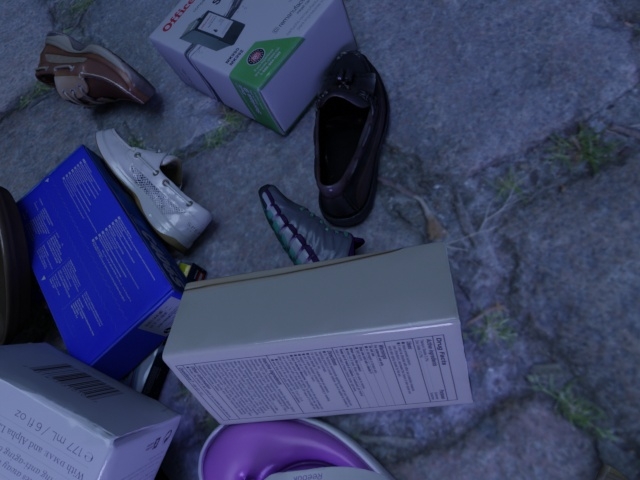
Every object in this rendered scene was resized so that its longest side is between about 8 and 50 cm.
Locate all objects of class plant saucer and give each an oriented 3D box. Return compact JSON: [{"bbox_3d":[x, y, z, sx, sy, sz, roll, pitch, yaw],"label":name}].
[{"bbox_3d":[-0.516,0.035,0.790,0.278,0.041,0.277,6,99,45],"label":"plant saucer"}]

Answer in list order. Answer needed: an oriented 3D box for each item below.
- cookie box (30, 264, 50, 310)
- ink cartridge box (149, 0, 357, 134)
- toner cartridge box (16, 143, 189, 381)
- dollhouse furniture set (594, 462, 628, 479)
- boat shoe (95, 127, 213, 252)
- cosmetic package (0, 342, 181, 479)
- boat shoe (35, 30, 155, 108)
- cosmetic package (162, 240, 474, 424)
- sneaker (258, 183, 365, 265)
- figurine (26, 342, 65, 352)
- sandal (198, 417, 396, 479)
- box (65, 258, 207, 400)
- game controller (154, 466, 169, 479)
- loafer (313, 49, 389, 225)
[{"bbox_3d":[-0.453,0.058,0.834,0.107,0.040,0.092,24,76,26],"label":"cookie box"},{"bbox_3d":[-0.119,-0.341,0.852,0.289,0.121,0.211,32,79,29],"label":"ink cartridge box"},{"bbox_3d":[-0.330,0.020,0.736,0.165,0.075,0.348,-41,59,-1],"label":"toner cartridge box"},{"bbox_3d":[0.329,0.314,0.419,0.184,0.129,0.129,33,80,-2],"label":"dollhouse furniture set"},{"bbox_3d":[-0.268,-0.103,0.816,0.096,0.098,0.277,-41,69,-3],"label":"boat shoe"},{"bbox_3d":[-0.339,0.326,0.520,0.217,0.156,0.385,21,84,12],"label":"cosmetic package"},{"bbox_3d":[-0.443,-0.308,0.962,0.324,0.123,0.116,27,84,34],"label":"boat shoe"},{"bbox_3d":[0.003,0.114,0.567,0.309,0.160,0.113,-10,42,13],"label":"cosmetic package"},{"bbox_3d":[0.000,0.000,0.690,0.098,0.083,0.223,-30,71,-8],"label":"sneaker"},{"bbox_3d":[-0.474,0.226,0.668,0.092,0.209,0.215,8,69,22],"label":"figurine"},{"bbox_3d":[0.024,0.306,0.518,0.416,0.102,0.169,23,74,28],"label":"sandal"},{"bbox_3d":[-0.283,0.132,0.738,0.159,0.044,0.233,9,70,24],"label":"box"},{"bbox_3d":[-0.307,0.404,0.611,0.319,0.067,0.166,-45,60,-3],"label":"game controller"},{"bbox_3d":[0.041,-0.174,0.735,0.109,0.095,0.302,-3,66,18],"label":"loafer"}]
